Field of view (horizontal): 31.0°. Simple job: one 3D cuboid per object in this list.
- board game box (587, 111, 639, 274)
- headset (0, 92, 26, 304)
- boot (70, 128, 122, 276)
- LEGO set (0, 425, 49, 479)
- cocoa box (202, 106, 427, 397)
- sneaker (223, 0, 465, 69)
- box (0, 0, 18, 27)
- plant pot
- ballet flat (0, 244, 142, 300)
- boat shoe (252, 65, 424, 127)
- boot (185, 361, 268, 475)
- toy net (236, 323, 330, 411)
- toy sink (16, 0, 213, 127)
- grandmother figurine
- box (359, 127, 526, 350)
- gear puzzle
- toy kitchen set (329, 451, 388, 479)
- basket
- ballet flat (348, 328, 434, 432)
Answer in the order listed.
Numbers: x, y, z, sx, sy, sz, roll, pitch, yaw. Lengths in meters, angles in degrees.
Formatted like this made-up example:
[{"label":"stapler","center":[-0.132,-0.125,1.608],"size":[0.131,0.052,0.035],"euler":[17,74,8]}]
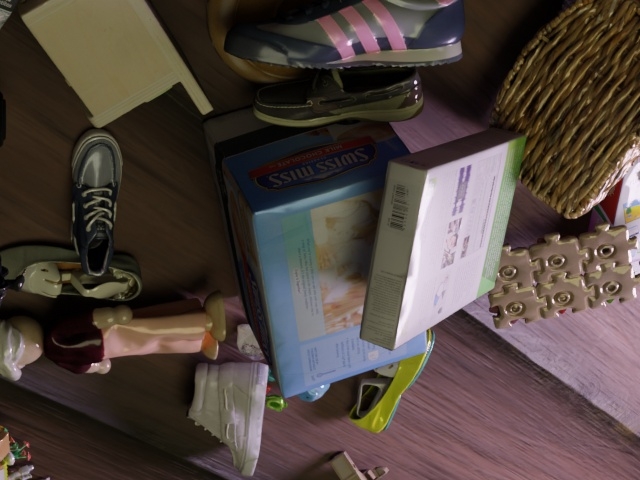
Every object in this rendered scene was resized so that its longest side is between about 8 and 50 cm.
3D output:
[{"label":"board game box","center":[0.570,-0.090,1.881],"size":[0.242,0.064,0.316],"euler":[-11,130,-16]},{"label":"headset","center":[-0.465,-0.102,1.327],"size":[0.243,0.185,0.394],"euler":[-25,121,-4]},{"label":"boot","center":[-0.290,-0.047,1.515],"size":[0.069,0.086,0.190],"euler":[-5,128,-21]},{"label":"LEGO set","center":[-0.454,0.387,1.786],"size":[0.107,0.132,0.287],"euler":[-22,111,-29]},{"label":"cocoa box","center":[0.000,0.000,1.587],"size":[0.231,0.228,0.347],"euler":[-17,132,-11]},{"label":"sneaker","center":[0.032,-0.284,1.429],"size":[0.319,0.112,0.131],"euler":[-7,114,-24]},{"label":"box","center":[-0.424,-0.331,1.173],"size":[0.247,0.163,0.142],"euler":[20,118,-35]},{"label":"plant pot","center":[-0.027,-0.293,1.472],"size":[0.236,0.032,0.236],"euler":[-12,130,-15]},{"label":"ballet flat","center":[-0.346,0.049,1.581],"size":[0.213,0.068,0.072],"euler":[3,126,-26]},{"label":"boat shoe","center":[0.021,-0.196,1.486],"size":[0.224,0.080,0.073],"euler":[-1,133,5]},{"label":"boot","center":[-0.154,0.282,1.855],"size":[0.123,0.095,0.258],"euler":[6,132,-2]},{"label":"toy net","center":[-0.079,0.192,1.839],"size":[0.122,0.045,0.232],"euler":[-12,135,25]},{"label":"toy sink","center":[-0.248,-0.234,1.341],"size":[0.131,0.152,0.234],"euler":[-31,134,2]},{"label":"grandmother figurine","center":[-0.317,0.138,1.649],"size":[0.342,0.104,0.207],"euler":[-2,142,-20]},{"label":"box","center":[0.164,-0.012,1.489],"size":[0.322,0.058,0.232],"euler":[-20,124,-56]},{"label":"gear puzzle","center":[0.432,0.038,1.875],"size":[0.339,0.044,0.175],"euler":[-13,126,8]},{"label":"toy kitchen set","center":[0.073,0.407,2.084],"size":[0.068,0.075,0.083],"euler":[-36,172,11]},{"label":"basket","center":[0.387,-0.208,1.651],"size":[0.299,0.213,0.223],"euler":[-55,167,21]},{"label":"ballet flat","center":[0.112,0.233,1.937],"size":[0.077,0.077,0.231],"euler":[17,122,-15]}]
